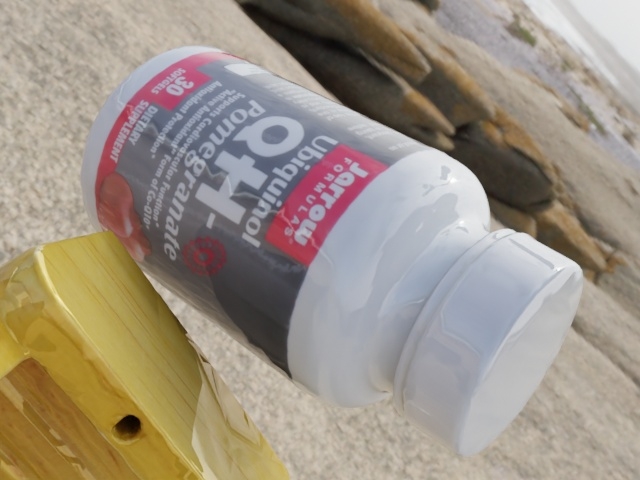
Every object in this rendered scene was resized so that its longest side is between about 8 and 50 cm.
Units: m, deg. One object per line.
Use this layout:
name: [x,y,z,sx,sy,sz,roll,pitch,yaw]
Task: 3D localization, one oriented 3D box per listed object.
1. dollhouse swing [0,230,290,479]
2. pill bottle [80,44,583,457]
dollhouse swing: [-0.218,0.200,0.378,0.315,0.347,0.305,59,6,-24]
pill bottle: [0.000,0.000,0.524,0.318,0.176,0.176,31,14,30]
